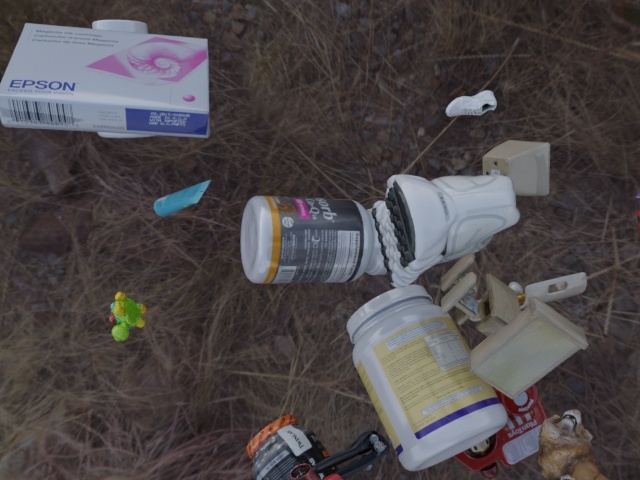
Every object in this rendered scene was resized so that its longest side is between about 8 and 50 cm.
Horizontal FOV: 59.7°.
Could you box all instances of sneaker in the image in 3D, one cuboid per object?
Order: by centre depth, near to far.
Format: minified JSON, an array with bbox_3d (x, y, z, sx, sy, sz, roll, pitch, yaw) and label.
[{"bbox_3d":[0.125,-0.012,0.616,0.118,0.292,0.110,-14,86,-2],"label":"sneaker"},{"bbox_3d":[0.448,-0.398,1.658,0.152,0.054,0.061,-17,53,6],"label":"sneaker"}]

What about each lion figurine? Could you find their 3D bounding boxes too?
[{"bbox_3d":[0.593,0.542,1.145,0.392,0.240,0.142,50,121,28],"label":"lion figurine"}]

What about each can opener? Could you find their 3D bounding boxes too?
[{"bbox_3d":[0.056,0.399,1.009,0.059,0.186,0.073,49,126,24],"label":"can opener"}]

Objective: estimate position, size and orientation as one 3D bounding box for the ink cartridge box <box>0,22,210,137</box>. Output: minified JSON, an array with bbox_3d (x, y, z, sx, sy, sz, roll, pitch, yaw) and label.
[{"bbox_3d":[-0.365,-0.315,1.002,0.324,0.330,0.071,0,139,-14],"label":"ink cartridge box"}]

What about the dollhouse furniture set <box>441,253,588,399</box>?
[{"bbox_3d":[0.351,0.131,1.000,0.212,0.242,0.161,34,120,-9],"label":"dollhouse furniture set"}]

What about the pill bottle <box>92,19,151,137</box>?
[{"bbox_3d":[-0.475,-0.387,1.355,0.153,0.153,0.265,2,105,8],"label":"pill bottle"}]

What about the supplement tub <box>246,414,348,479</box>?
[{"bbox_3d":[-0.046,0.662,1.518,0.207,0.207,0.338,-45,65,9],"label":"supplement tub"}]

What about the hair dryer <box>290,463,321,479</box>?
[{"bbox_3d":[0.069,0.462,0.900,0.293,0.080,0.224,33,107,2],"label":"hair dryer"}]

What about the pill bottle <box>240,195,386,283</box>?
[{"bbox_3d":[0.000,0.000,1.051,0.278,0.162,0.162,0,95,-22],"label":"pill bottle"}]

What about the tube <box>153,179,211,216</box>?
[{"bbox_3d":[-0.367,-0.109,1.477,0.207,0.080,0.052,-13,138,44],"label":"tube"}]

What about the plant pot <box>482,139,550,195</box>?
[{"bbox_3d":[0.396,-0.144,1.153,0.096,0.109,0.109,-14,109,-27],"label":"plant pot"}]

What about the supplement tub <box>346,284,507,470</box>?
[{"bbox_3d":[0.214,0.288,1.199,0.241,0.241,0.331,-31,61,9],"label":"supplement tub"}]

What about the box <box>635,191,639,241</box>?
[{"bbox_3d":[0.730,0.041,1.063,0.201,0.057,0.293,0,112,43],"label":"box"}]

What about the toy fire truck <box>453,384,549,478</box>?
[{"bbox_3d":[0.456,0.484,1.462,0.302,0.169,0.254,-26,95,-9],"label":"toy fire truck"}]

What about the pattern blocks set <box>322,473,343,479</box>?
[{"bbox_3d":[0.112,0.449,0.670,0.026,0.285,0.325,-31,129,27],"label":"pattern blocks set"}]

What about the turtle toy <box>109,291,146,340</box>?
[{"bbox_3d":[-0.514,0.203,1.464,0.066,0.130,0.095,-34,129,17],"label":"turtle toy"}]

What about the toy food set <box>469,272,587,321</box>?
[{"bbox_3d":[0.596,0.158,1.659,0.219,0.306,0.092,-9,76,-23],"label":"toy food set"}]
